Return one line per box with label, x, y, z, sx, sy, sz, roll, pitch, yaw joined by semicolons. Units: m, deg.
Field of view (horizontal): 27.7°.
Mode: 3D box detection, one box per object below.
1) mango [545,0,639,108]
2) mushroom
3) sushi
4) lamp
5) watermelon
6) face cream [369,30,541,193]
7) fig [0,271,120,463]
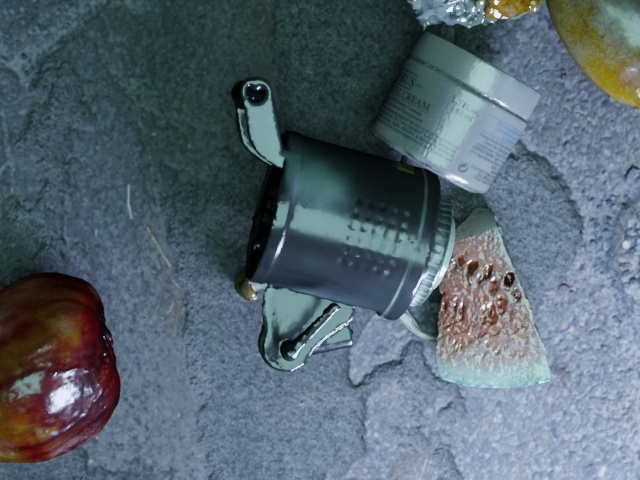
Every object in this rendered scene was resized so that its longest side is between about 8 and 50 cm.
mango;0.394;-0.315;1.683;0.193;0.146;0.316;-31;96;-8
mushroom;0.034;0.078;1.773;0.306;0.043;0.068;12;118;-10
sushi;0.173;-0.372;1.618;0.184;0.274;0.139;-17;129;0
lamp;0.035;-0.027;1.667;0.272;0.205;0.374;-4;95;-9
watermelon;0.226;0.076;1.777;0.154;0.094;0.241;-6;100;4
face cream;0.171;-0.163;1.667;0.177;0.177;0.153;28;97;-11
fig;-0.365;0.169;1.648;0.224;0.224;0.263;43;67;-12
